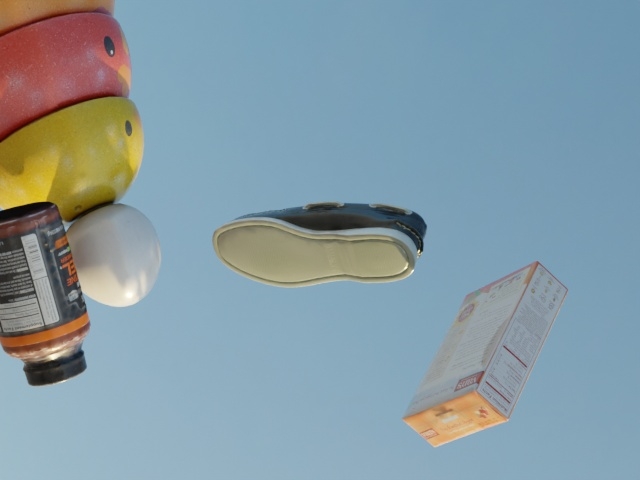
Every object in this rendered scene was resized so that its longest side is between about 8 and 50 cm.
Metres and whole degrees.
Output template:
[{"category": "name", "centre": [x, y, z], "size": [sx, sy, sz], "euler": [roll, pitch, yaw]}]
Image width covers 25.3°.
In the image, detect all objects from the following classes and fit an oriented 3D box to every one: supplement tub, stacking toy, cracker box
[{"category": "supplement tub", "centre": [-0.322, 0.062, 1.609], "size": [0.106, 0.106, 0.198], "euler": [6, -67, 56]}, {"category": "stacking toy", "centre": [-0.326, -0.138, 1.734], "size": [0.480, 0.350, 0.350], "euler": [62, -34, 5]}, {"category": "cracker box", "centre": [0.217, 0.149, 1.865], "size": [0.067, 0.232, 0.156], "euler": [42, -37, -13]}]

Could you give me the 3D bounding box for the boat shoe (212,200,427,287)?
[{"category": "boat shoe", "centre": [0.000, 0.000, 1.986], "size": [0.302, 0.091, 0.114], "euler": [6, -54, 18]}]
